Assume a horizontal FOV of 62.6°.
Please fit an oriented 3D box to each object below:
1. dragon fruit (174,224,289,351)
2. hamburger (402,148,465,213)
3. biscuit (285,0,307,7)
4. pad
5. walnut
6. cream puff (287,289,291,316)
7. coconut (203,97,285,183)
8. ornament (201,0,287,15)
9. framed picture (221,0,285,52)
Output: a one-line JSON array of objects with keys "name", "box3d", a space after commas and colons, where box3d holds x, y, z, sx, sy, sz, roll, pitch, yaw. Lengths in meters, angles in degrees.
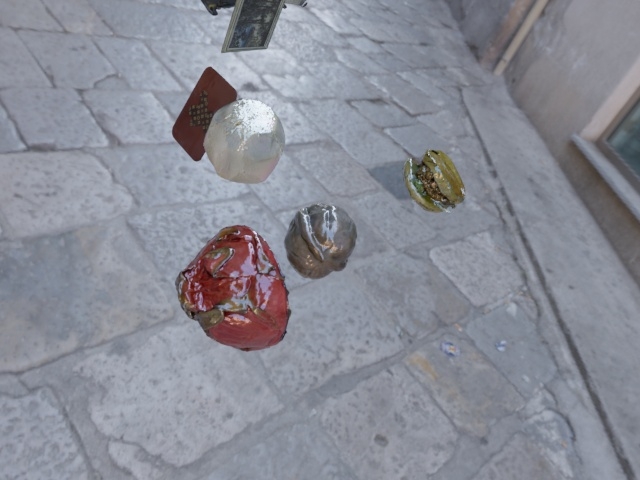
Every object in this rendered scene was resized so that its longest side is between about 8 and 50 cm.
[{"name": "dragon fruit", "box3d": [-0.166, 0.091, 0.861, 0.148, 0.218, 0.224, -18, 35, -32]}, {"name": "hamburger", "box3d": [0.285, -0.143, 1.337, 0.177, 0.113, 0.185, 22, 49, -53]}, {"name": "biscuit", "box3d": [-0.146, -0.900, 1.843, 0.309, 0.186, 0.079, -8, 76, -30]}, {"name": "pad", "box3d": [-0.368, -0.394, 1.646, 0.181, 0.267, 0.004, 47, 24, 25]}, {"name": "walnut", "box3d": [0.000, 0.000, 1.446, 0.224, 0.224, 0.224, 18, 35, -13]}, {"name": "cream puff", "box3d": [-0.190, 0.174, 1.411, 0.244, 0.196, 0.244, 7, 77, -31]}, {"name": "coconut", "box3d": [-0.219, -0.270, 1.509, 0.227, 0.230, 0.227, 12, 50, -15]}, {"name": "ornament", "box3d": [-0.200, -0.645, 1.321, 0.236, 0.202, 0.080, 13, 70, 16]}, {"name": "framed picture", "box3d": [-0.146, -0.509, 1.204, 0.142, 0.183, 0.011, -23, 66, -41]}]
